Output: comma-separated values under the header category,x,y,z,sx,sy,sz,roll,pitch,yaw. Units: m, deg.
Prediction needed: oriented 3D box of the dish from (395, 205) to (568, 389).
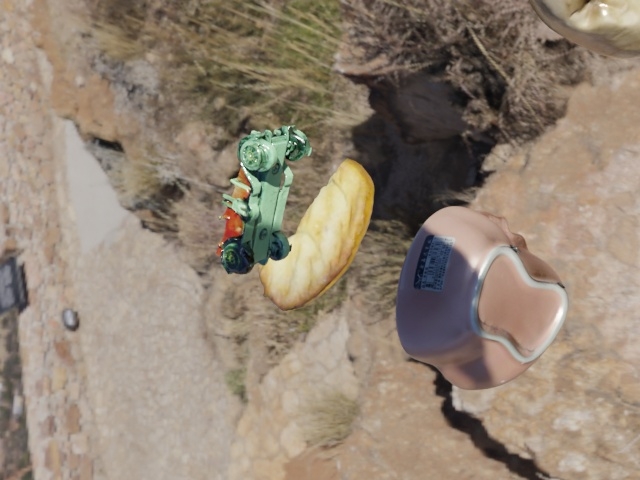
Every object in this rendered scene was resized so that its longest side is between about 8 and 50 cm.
category,x,y,z,sx,sy,sz,roll,pitch,yaw
dish,0.190,0.064,0.864,0.090,0.213,0.213,8,88,61

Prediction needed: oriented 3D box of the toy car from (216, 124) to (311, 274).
category,x,y,z,sx,sy,sz,roll,pitch,yaw
toy car,-0.057,-0.038,0.733,0.054,0.073,0.143,26,119,28

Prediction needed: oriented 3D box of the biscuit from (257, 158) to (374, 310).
category,x,y,z,sx,sy,sz,roll,pitch,yaw
biscuit,0.003,0.001,1.446,0.299,0.045,0.154,-50,56,11

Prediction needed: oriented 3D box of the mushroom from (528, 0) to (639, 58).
category,x,y,z,sx,sy,sz,roll,pitch,yaw
mushroom,0.374,-0.348,0.880,0.290,0.293,0.292,33,106,67
